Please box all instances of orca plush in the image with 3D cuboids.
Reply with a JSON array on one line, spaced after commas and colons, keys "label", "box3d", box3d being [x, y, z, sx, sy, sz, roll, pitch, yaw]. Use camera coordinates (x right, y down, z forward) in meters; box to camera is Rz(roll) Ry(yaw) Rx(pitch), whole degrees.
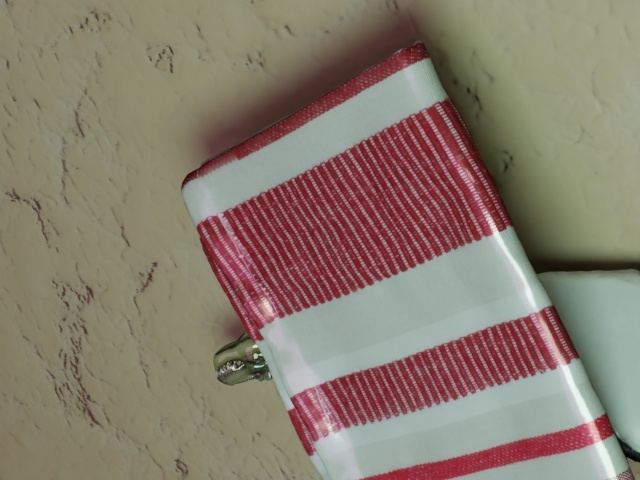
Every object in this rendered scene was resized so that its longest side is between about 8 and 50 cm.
[{"label": "orca plush", "box3d": [0.243, 0.084, 0.968, 0.287, 0.102, 0.151, 0, 73, 31]}]

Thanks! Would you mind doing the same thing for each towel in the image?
[{"label": "towel", "box3d": [0.051, 0.070, 0.989, 0.237, 0.037, 0.329, -25, 92, 47]}]

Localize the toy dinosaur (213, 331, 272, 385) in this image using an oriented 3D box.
[{"label": "toy dinosaur", "box3d": [0.000, 0.000, 1.090, 0.118, 0.064, 0.268, 48, 130, -5]}]
